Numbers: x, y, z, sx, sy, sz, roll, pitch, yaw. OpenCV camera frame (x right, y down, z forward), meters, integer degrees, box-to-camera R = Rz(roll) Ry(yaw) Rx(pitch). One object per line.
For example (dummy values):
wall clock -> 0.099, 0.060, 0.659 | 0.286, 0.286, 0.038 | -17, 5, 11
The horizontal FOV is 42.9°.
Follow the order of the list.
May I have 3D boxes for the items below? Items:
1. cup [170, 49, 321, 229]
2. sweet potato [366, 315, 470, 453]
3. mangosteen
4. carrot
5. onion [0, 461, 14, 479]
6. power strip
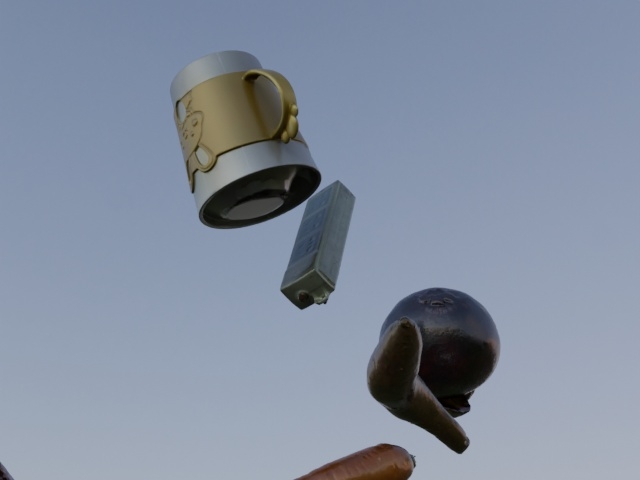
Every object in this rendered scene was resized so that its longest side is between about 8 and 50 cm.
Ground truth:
cup -> -0.105, -0.159, 1.170 | 0.186, 0.226, 0.241 | -7, -25, -38
sweet potato -> 0.127, 0.216, 1.174 | 0.109, 0.079, 0.346 | 10, -34, 35
mangosteen -> 0.226, 0.219, 1.552 | 0.228, 0.228, 0.265 | 0, -66, 9
carrot -> -0.003, 0.295, 0.962 | 0.271, 0.066, 0.062 | -13, -68, -24
onion -> -0.338, 0.260, 0.737 | 0.206, 0.151, 0.098 | -10, -74, 56
power strip -> 0.000, 0.000, 1.249 | 0.078, 0.272, 0.052 | -32, -64, 30
